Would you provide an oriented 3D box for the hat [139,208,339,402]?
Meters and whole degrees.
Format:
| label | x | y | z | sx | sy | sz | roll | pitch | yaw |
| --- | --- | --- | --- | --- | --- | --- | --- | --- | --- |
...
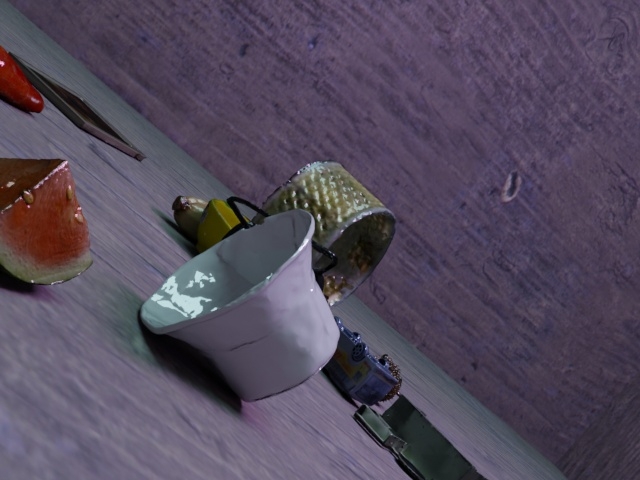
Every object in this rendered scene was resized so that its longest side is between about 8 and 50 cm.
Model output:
| label | x | y | z | sx | sy | sz | roll | pitch | yaw |
| --- | --- | --- | --- | --- | --- | --- | --- | --- | --- |
| hat | -0.059 | 0.072 | 0.889 | 0.126 | 0.203 | 0.203 | 60 | -3 | -16 |

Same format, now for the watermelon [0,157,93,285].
| label | x | y | z | sx | sy | sz | roll | pitch | yaw |
| --- | --- | --- | --- | --- | --- | --- | --- | --- | --- |
| watermelon | -0.215 | -0.021 | 0.679 | 0.125 | 0.094 | 0.135 | 48 | 4 | -9 |

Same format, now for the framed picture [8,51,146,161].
| label | x | y | z | sx | sy | sz | roll | pitch | yaw |
| --- | --- | --- | --- | --- | --- | --- | --- | --- | --- |
| framed picture | -0.465 | -0.251 | 1.832 | 0.211 | 0.020 | 0.289 | 42 | 2 | 14 |

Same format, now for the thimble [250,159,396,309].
| label | x | y | z | sx | sy | sz | roll | pitch | yaw |
| --- | --- | --- | --- | --- | --- | --- | --- | --- | --- |
| thimble | 0.000 | 0.000 | 1.736 | 0.150 | 0.271 | 0.271 | 43 | 3 | 23 |

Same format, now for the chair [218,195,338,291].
| label | x | y | z | sx | sy | sz | roll | pitch | yaw |
| --- | --- | --- | --- | --- | --- | --- | --- | --- | --- |
| chair | -0.071 | 0.055 | 1.139 | 0.145 | 0.140 | 0.221 | 31 | -6 | 6 |

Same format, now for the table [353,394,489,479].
| label | x | y | z | sx | sy | sz | roll | pitch | yaw |
| --- | --- | --- | --- | --- | --- | --- | --- | --- | --- |
| table | 0.142 | 0.283 | 1.293 | 0.146 | 0.062 | 0.175 | 43 | 0 | 35 |

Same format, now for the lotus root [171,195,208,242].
| label | x | y | z | sx | sy | sz | roll | pitch | yaw |
| --- | --- | --- | --- | --- | --- | --- | --- | --- | --- |
| lotus root | -0.192 | -0.027 | 1.553 | 0.150 | 0.062 | 0.073 | 40 | 14 | -43 |

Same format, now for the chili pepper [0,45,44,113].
| label | x | y | z | sx | sy | sz | roll | pitch | yaw |
| --- | --- | --- | --- | --- | --- | --- | --- | --- | --- |
| chili pepper | -0.458 | -0.243 | 1.297 | 0.071 | 0.063 | 0.272 | 58 | 8 | 33 |

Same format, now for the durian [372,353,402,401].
| label | x | y | z | sx | sy | sz | roll | pitch | yaw |
| --- | --- | --- | --- | --- | --- | --- | --- | --- | --- |
| durian | 0.102 | 0.226 | 1.538 | 0.091 | 0.080 | 0.080 | 44 | 2 | -10 |

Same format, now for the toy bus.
| label | x | y | z | sx | sy | sz | roll | pitch | yaw |
| --- | --- | --- | --- | --- | --- | --- | --- | --- | --- |
| toy bus | 0.038 | 0.174 | 1.419 | 0.064 | 0.075 | 0.190 | 42 | 1 | -35 |

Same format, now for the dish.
| label | x | y | z | sx | sy | sz | roll | pitch | yaw |
| --- | --- | --- | --- | --- | --- | --- | --- | --- | --- |
| dish | -0.140 | 0.010 | 1.476 | 0.149 | 0.080 | 0.208 | 44 | 6 | -8 |
